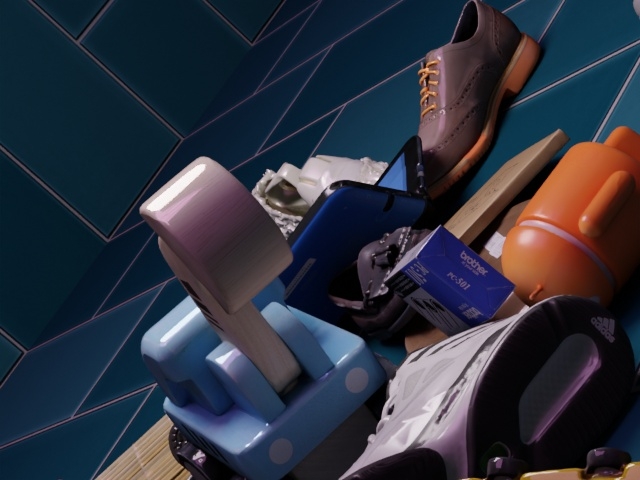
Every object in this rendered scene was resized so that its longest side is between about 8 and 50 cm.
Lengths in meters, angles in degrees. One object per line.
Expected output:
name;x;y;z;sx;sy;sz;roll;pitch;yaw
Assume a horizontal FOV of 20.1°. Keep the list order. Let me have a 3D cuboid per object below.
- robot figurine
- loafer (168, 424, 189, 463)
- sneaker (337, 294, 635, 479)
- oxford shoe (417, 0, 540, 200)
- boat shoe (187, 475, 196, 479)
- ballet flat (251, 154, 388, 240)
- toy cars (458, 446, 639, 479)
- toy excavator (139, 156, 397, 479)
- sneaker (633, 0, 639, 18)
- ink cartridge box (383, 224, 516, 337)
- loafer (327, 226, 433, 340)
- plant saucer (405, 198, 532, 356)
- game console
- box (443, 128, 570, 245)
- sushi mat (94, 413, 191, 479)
robot figurine;0.265;-0.008;1.803;0.219;0.128;0.158;-52;30;-19
loafer;-0.073;0.226;2.169;0.220;0.080;0.078;-15;-15;8
sneaker;0.088;0.237;1.682;0.447;0.169;0.257;-43;5;-14
oxford shoe;0.171;-0.184;2.483;0.130;0.133;0.363;-28;25;50
boat shoe;-0.110;0.311;2.110;0.079;0.081;0.227;-51;15;-12
ballet flat;0.001;-0.061;2.651;0.147;0.147;0.409;-52;17;-18
toy cars;0.130;0.305;1.451;0.393;0.087;0.176;-47;46;11
toy excavator;-0.082;0.100;1.831;0.222;0.445;0.433;-43;23;-14
sneaker;0.424;-0.373;2.298;0.105;0.115;0.281;-38;18;32
ink cartridge box;0.129;0.045;1.848;0.046;0.097;0.207;-51;0;-11
loafer;0.070;0.048;2.104;0.109;0.095;0.302;-64;2;-17
plant saucer;0.190;0.051;2.026;0.278;0.041;0.278;-44;15;14
game console;0.000;0.000;2.318;0.293;0.250;0.173;-54;49;26
box;0.200;-0.045;2.172;0.201;0.021;0.164;-44;4;-22
sushi mat;-0.203;0.318;2.293;0.316;0.151;0.019;-43;-26;16
